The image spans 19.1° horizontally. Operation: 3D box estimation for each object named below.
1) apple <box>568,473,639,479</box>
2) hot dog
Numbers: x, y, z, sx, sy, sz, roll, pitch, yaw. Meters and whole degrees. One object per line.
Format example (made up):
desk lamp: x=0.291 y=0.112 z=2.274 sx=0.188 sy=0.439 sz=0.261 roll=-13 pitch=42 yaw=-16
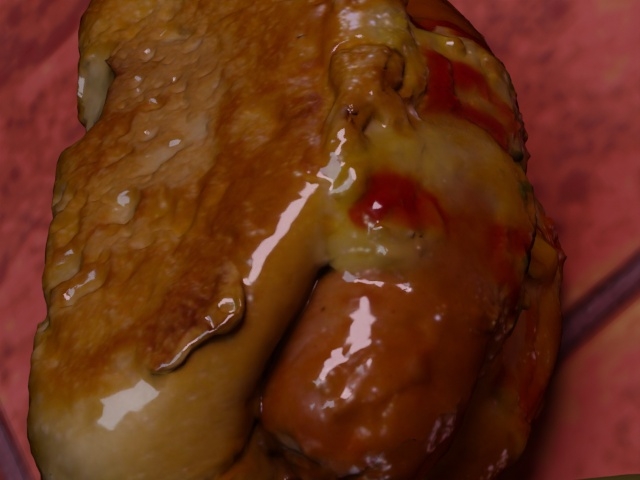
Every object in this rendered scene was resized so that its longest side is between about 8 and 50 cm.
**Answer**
apple: x=0.065 y=0.271 z=0.303 sx=0.474 sy=0.474 sz=0.473 roll=-14 pitch=65 yaw=32
hot dog: x=0.000 y=0.000 z=0.627 sx=0.153 sy=0.150 sz=0.256 roll=-15 pitch=43 yaw=16
